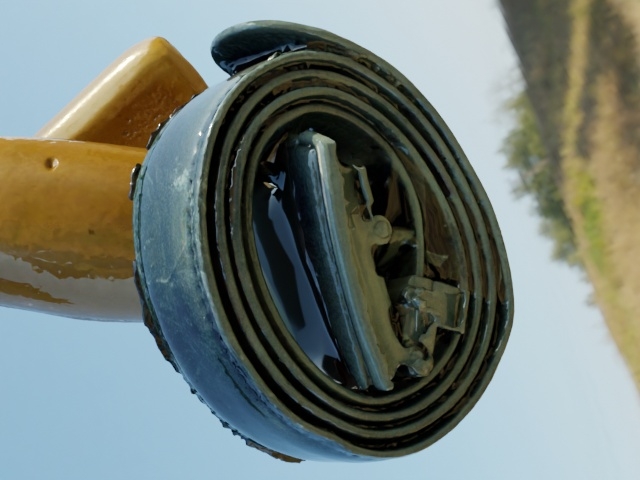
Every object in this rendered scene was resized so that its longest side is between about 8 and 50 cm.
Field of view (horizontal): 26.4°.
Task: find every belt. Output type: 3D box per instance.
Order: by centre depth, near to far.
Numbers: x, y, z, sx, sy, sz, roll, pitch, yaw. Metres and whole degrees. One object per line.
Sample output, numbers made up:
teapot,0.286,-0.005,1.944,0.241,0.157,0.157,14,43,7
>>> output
belt,0.000,0.000,0.794,0.206,0.116,0.267,-30,-82,-31

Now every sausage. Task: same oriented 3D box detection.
sausage,-0.145,-0.006,1.016,0.116,0.354,0.134,-139,52,-79

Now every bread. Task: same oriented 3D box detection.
bread,-0.194,-0.066,1.121,0.092,0.239,0.074,49,-177,-17
